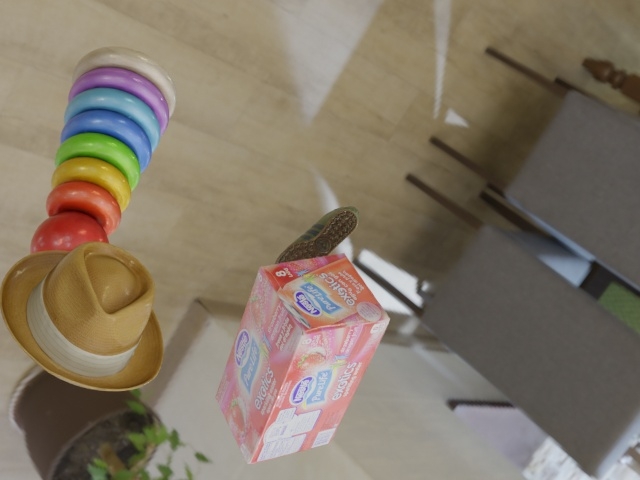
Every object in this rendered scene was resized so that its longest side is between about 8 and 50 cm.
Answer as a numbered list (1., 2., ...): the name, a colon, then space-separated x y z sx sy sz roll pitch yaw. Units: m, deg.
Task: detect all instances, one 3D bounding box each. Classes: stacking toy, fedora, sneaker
1. stacking toy: -0.272 -0.083 1.153 0.141 0.330 0.141 4 143 3
2. fedora: -0.222 0.061 0.932 0.194 0.194 0.079 3 133 -50
3. sneaker: 0.000 0.000 1.769 0.192 0.064 0.086 -38 -174 18

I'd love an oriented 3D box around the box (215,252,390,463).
1. box: -0.036 0.179 1.392 0.154 0.142 0.300 -8 137 -31
